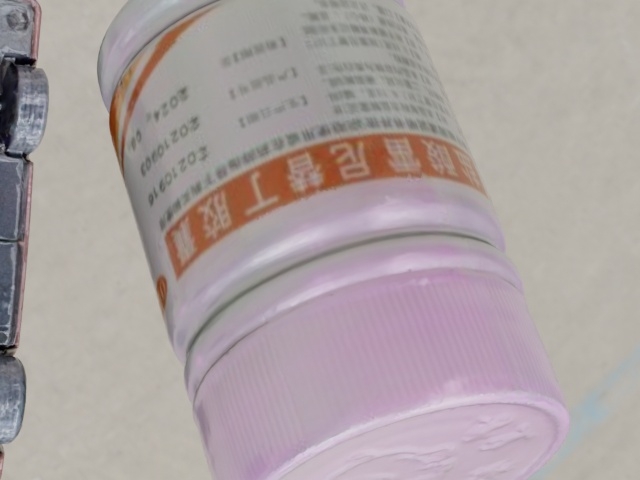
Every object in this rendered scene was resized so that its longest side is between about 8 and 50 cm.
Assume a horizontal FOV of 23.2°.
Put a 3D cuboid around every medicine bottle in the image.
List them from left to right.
[{"bbox_3d":[0.000,0.000,0.908,0.202,0.315,0.202,-16,152,-9],"label":"medicine bottle"}]

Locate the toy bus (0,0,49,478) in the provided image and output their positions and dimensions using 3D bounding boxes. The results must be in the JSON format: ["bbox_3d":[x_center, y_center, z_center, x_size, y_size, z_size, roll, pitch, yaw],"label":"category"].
[{"bbox_3d":[-0.358,0.002,1.312,0.203,0.233,0.426,6,83,-21],"label":"toy bus"}]
